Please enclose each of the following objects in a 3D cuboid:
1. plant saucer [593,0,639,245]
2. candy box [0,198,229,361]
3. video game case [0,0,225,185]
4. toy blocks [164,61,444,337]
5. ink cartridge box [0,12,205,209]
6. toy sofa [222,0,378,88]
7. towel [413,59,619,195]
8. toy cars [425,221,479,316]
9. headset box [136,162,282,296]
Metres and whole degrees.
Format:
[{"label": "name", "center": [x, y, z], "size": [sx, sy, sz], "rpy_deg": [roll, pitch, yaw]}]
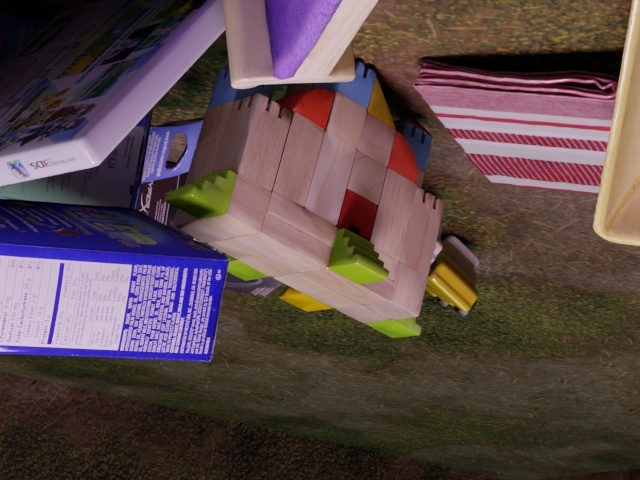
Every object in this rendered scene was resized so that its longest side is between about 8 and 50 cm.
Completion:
[{"label": "plant saucer", "center": [0.444, -0.135, 1.438], "size": [0.333, 0.081, 0.332], "rpy_deg": [5, 130, 4]}, {"label": "candy box", "center": [-0.295, 0.033, 1.541], "size": [0.317, 0.122, 0.268], "rpy_deg": [6, -171, -29]}, {"label": "video game case", "center": [-0.236, -0.156, 1.464], "size": [0.300, 0.329, 0.036], "rpy_deg": [-8, 123, 39]}, {"label": "toy blocks", "center": [0.006, -0.082, 1.699], "size": [0.381, 0.260, 0.191], "rpy_deg": [28, 156, -34]}, {"label": "ink cartridge box", "center": [-0.338, -0.117, 1.739], "size": [0.396, 0.151, 0.270], "rpy_deg": [11, 142, -8]}, {"label": "toy sofa", "center": [-0.020, -0.255, 1.238], "size": [0.177, 0.150, 0.362], "rpy_deg": [-4, 166, -16]}, {"label": "towel", "center": [0.266, -0.123, 1.752], "size": [0.237, 0.037, 0.329], "rpy_deg": [8, 165, 24]}, {"label": "toy cars", "center": [0.155, 0.006, 2.163], "size": [0.176, 0.087, 0.393], "rpy_deg": [39, 176, 28]}, {"label": "headset box", "center": [-0.150, -0.011, 2.189], "size": [0.293, 0.110, 0.218], "rpy_deg": [12, 161, -17]}]
